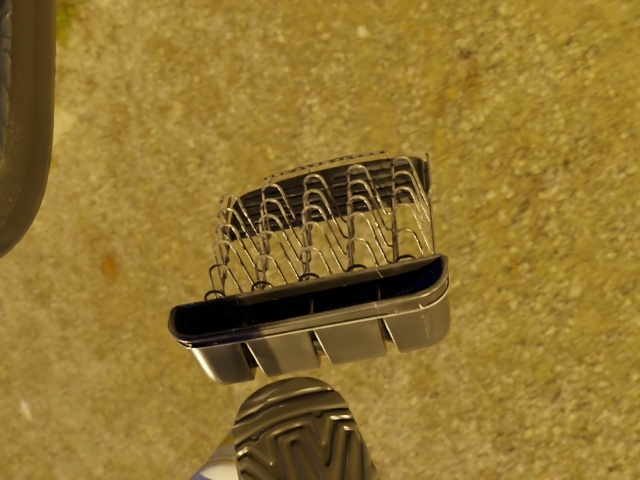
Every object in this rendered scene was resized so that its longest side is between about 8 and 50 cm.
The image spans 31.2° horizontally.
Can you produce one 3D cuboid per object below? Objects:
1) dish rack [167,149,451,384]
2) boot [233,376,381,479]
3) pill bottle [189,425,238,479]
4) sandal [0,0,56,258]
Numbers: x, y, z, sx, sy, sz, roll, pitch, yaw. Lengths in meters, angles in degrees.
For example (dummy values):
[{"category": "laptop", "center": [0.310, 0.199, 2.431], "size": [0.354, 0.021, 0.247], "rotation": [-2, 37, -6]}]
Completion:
[{"category": "dish rack", "center": [0.000, 0.000, 0.922], "size": [0.208, 0.271, 0.074], "rotation": [-11, 125, 9]}, {"category": "boot", "center": [0.016, 0.173, 0.499], "size": [0.208, 0.076, 0.190], "rotation": [86, 173, -55]}, {"category": "pill bottle", "center": [-0.093, 0.281, 1.279], "size": [0.103, 0.184, 0.103], "rotation": [4, 105, 13]}, {"category": "sandal", "center": [-0.231, -0.198, 0.653], "size": [0.167, 0.107, 0.446], "rotation": [-22, 63, 24]}]
